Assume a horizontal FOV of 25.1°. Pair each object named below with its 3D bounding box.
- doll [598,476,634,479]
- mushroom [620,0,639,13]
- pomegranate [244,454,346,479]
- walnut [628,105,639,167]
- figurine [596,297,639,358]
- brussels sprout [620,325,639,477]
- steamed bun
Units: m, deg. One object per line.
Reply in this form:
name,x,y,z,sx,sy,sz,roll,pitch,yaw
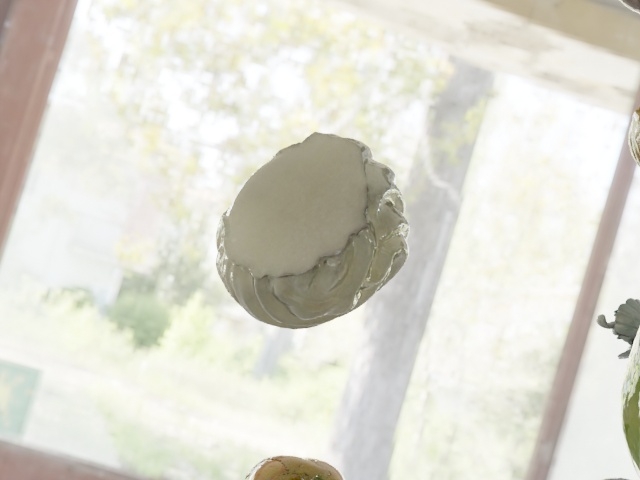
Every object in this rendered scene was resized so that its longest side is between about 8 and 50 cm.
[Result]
doll,0.360,0.367,1.645,0.234,0.143,0.135,41,-4,-17
mushroom,0.466,-0.437,1.796,0.345,0.345,0.239,20,29,-44
pomegranate,-0.035,0.433,2.255,0.210,0.210,0.235,18,-25,-14
walnut,0.391,-0.097,1.411,0.180,0.144,0.144,23,-3,4
figurine,0.503,0.139,2.338,0.086,0.094,0.082,56,-34,3
brussels sprout,0.394,0.101,1.113,0.268,0.344,0.344,55,-20,-21
steamed bun,0.000,0.000,1.264,0.183,0.182,0.106,14,-22,38
